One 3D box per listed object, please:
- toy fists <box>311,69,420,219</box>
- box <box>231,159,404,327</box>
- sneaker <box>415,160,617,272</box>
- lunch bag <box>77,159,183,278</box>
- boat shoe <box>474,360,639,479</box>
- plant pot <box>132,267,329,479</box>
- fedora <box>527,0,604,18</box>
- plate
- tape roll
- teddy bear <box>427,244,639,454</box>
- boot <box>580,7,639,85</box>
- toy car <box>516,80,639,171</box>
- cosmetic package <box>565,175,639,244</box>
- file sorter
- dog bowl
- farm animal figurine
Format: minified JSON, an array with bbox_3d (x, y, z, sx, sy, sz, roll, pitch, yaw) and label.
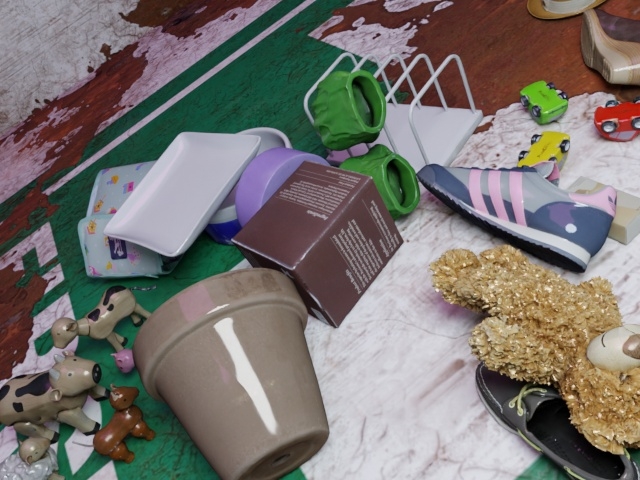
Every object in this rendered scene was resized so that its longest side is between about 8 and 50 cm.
[{"bbox_3d":[0.075,-0.163,0.989,0.096,0.279,0.142,-34,17,-31],"label":"toy fists"},{"bbox_3d":[0.000,0.000,0.947,0.167,0.168,0.203,22,64,43],"label":"box"},{"bbox_3d":[0.294,-0.073,0.863,0.319,0.112,0.131,35,93,40],"label":"sneaker"},{"bbox_3d":[-0.406,-0.037,1.251,0.223,0.160,0.262,-4,61,23],"label":"lunch bag"},{"bbox_3d":[0.267,0.206,0.655,0.081,0.068,0.228,-40,41,-9],"label":"boat shoe"},{"bbox_3d":[-0.100,0.204,0.780,0.263,0.263,0.229,-34,58,-1],"label":"plant pot"},{"bbox_3d":[0.545,-0.566,1.226,0.194,0.079,0.194,-18,42,17],"label":"fedora"},{"bbox_3d":[-0.263,-0.093,1.076,0.278,0.045,0.277,12,63,43],"label":"plate"},{"bbox_3d":[-0.059,-0.075,1.043,0.080,0.189,0.189,21,64,43],"label":"tape roll"},{"bbox_3d":[0.279,0.091,0.679,0.245,0.113,0.338,11,25,-14],"label":"teddy bear"},{"bbox_3d":[0.601,-0.361,1.011,0.207,0.090,0.248,-7,45,10],"label":"boot"},{"bbox_3d":[0.424,-0.207,0.973,0.239,0.053,0.225,-26,41,7],"label":"toy car"},{"bbox_3d":[0.419,-0.047,0.827,0.060,0.041,0.115,-42,41,-11],"label":"cosmetic package"},{"bbox_3d":[0.138,-0.257,1.110,0.278,0.173,0.193,18,62,41],"label":"file sorter"},{"bbox_3d":[-0.165,-0.120,1.212,0.265,0.104,0.264,-17,43,16],"label":"dog bowl"},{"bbox_3d":[-0.434,0.239,0.982,0.327,0.172,0.330,-29,41,4],"label":"farm animal figurine"}]
